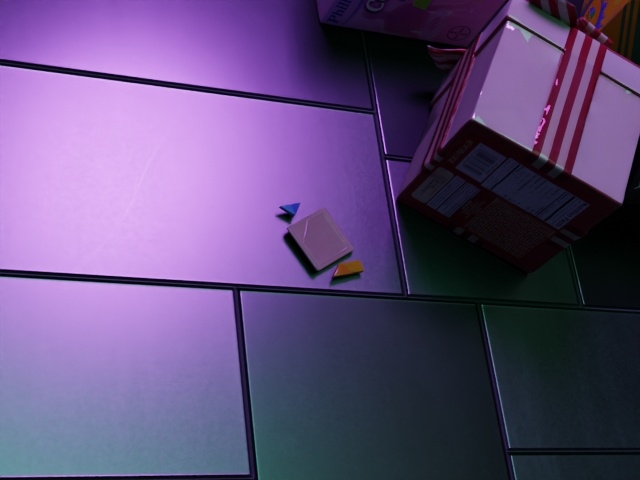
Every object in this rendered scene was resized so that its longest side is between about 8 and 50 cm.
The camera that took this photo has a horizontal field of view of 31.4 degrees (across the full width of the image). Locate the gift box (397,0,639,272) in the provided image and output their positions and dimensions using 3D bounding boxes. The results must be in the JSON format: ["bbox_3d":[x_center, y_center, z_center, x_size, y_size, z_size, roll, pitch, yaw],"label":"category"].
[{"bbox_3d":[0.259,-0.159,1.488,0.276,0.255,0.258,32,56,-12],"label":"gift box"}]

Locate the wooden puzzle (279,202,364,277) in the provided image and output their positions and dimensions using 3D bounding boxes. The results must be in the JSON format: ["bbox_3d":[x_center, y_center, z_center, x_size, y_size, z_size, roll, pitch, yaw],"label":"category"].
[{"bbox_3d":[0.000,0.000,1.422,0.078,0.014,0.116,-20,74,-37],"label":"wooden puzzle"}]

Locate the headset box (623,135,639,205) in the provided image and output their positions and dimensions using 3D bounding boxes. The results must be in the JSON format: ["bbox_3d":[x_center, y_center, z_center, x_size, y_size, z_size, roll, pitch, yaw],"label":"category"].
[{"bbox_3d":[0.525,-0.132,1.639,0.293,0.110,0.218,9,31,-22],"label":"headset box"}]

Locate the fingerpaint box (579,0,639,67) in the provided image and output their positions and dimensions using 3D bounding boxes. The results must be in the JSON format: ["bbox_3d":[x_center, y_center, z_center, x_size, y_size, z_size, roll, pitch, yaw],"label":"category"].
[{"bbox_3d":[0.578,-0.477,1.742,0.163,0.371,0.445,29,54,-9],"label":"fingerpaint box"}]

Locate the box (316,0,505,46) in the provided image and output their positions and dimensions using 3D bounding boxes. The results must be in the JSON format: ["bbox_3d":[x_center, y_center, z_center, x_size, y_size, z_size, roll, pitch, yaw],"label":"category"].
[{"bbox_3d":[0.143,-0.391,1.578,0.242,0.213,0.117,6,61,-24],"label":"box"}]
